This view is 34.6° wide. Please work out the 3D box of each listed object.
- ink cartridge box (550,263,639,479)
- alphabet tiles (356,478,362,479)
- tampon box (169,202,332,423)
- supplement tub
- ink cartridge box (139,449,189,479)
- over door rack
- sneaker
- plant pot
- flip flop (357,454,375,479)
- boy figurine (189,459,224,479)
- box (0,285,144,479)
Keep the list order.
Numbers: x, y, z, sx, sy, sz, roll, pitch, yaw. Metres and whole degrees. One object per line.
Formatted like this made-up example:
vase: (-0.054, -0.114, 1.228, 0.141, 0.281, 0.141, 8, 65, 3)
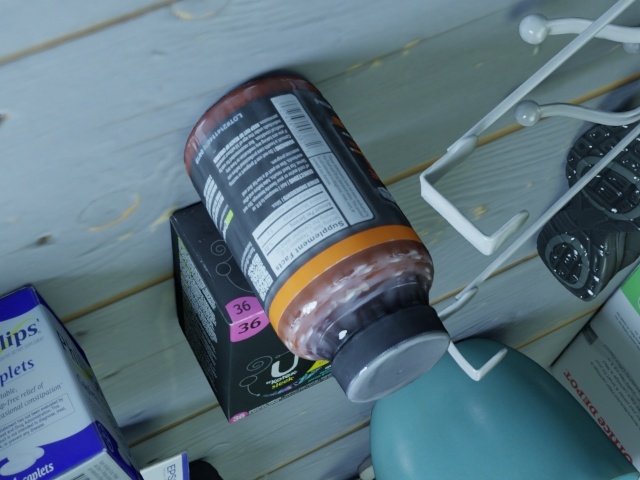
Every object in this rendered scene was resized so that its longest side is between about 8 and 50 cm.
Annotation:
ink cartridge box: (0.477, 0.174, 1.428, 0.121, 0.211, 0.289, -17, 151, -30)
alphabet tiles: (0.129, 0.351, 1.452, 0.237, 0.009, 0.198, -2, 178, -45)
tampon box: (-0.037, 0.041, 0.772, 0.120, 0.101, 0.161, -23, 152, -19)
supplement tub: (0.000, 0.000, 0.633, 0.106, 0.198, 0.106, -25, 154, -13)
ink cartridge box: (-0.297, 0.295, 0.929, 0.370, 0.069, 0.176, -17, 134, -23)
over door rack: (0.158, -0.093, 0.690, 0.324, 0.108, 0.239, -52, 158, -16)
sneaker: (0.304, -0.053, 0.999, 0.130, 0.109, 0.286, -33, 162, -21)
plant pot: (0.195, 0.263, 1.249, 0.293, 0.235, 0.293, -25, 154, -14)
flip flop: (0.181, 0.305, 1.479, 0.277, 0.080, 0.112, -13, 148, -33)
boy figurine: (-0.163, 0.361, 1.199, 0.177, 0.092, 0.285, -22, 153, -27)
box: (-0.188, 0.122, 0.710, 0.072, 0.137, 0.126, -28, 153, -10)
